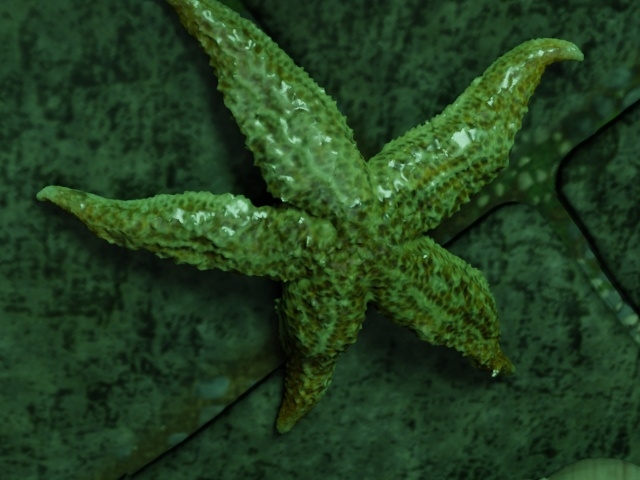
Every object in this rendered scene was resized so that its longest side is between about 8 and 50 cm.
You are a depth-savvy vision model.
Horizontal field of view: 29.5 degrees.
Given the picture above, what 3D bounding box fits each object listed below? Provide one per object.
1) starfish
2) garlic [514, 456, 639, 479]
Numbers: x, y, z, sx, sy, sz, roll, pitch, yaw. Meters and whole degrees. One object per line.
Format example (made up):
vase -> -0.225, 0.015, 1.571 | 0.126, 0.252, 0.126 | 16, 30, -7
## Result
starfish -> -0.001, 0.002, 0.804 | 0.357, 0.078, 0.347 | -5, 122, -11
garlic -> 0.220, 0.323, 0.935 | 0.321, 0.241, 0.322 | 1, 78, -6
